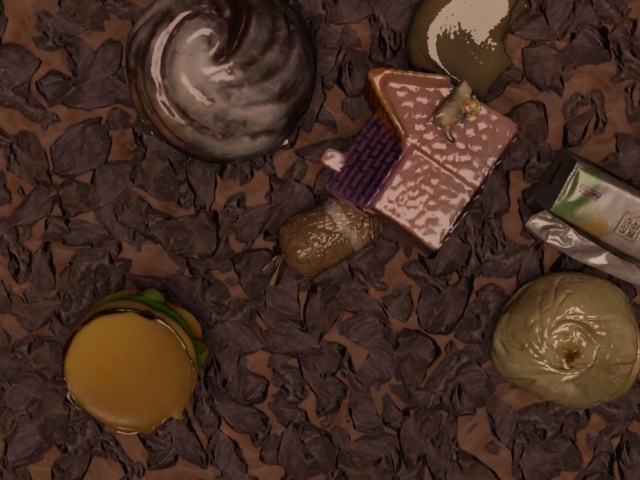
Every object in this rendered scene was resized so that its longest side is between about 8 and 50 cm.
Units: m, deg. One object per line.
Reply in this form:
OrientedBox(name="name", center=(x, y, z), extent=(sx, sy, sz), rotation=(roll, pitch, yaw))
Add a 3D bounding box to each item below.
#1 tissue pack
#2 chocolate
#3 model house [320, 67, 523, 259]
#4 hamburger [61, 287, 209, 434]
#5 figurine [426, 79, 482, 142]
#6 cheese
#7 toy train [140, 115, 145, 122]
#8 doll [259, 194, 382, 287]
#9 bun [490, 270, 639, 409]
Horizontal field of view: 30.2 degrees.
OrientedBox(name="tissue pack", center=(0.447, -0.023, 1.829), extent=(0.230, 0.159, 0.145), rotation=(27, 101, -5))
OrientedBox(name="chocolate", center=(-0.159, -0.266, 1.732), extent=(0.303, 0.213, 0.303), rotation=(0, 89, 4))
OrientedBox(name="model house", center=(0.136, -0.130, 1.788), extent=(0.237, 0.202, 0.237), rotation=(34, 92, 1))
OrientedBox(name="hamburger", center=(-0.286, 0.180, 1.886), extent=(0.237, 0.149, 0.237), rotation=(2, 108, 6))
OrientedBox(name="figurine", center=(0.193, -0.182, 1.669), extent=(0.050, 0.047, 0.083), rotation=(44, 81, -14))
OrientedBox(name="cheese", center=(0.229, -0.320, 1.809), extent=(0.175, 0.091, 0.202), rotation=(35, 100, -7))
OrientedBox(name="toy train", center=(-0.177, -0.219, 1.858), extent=(0.209, 0.042, 0.044), rotation=(-13, 86, 4))
OrientedBox(name="doll", center=(-0.006, -0.003, 1.871), extent=(0.221, 0.115, 0.105), rotation=(-25, 110, 12))
OrientedBox(name="bun", center=(0.398, 0.172, 1.875), extent=(0.244, 0.153, 0.243), rotation=(0, 106, 1))
